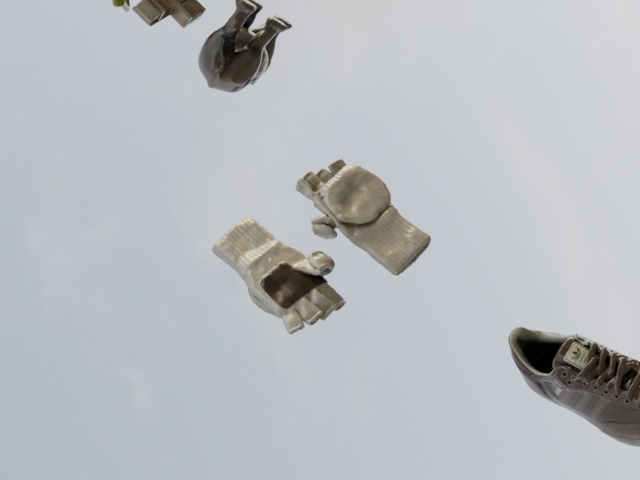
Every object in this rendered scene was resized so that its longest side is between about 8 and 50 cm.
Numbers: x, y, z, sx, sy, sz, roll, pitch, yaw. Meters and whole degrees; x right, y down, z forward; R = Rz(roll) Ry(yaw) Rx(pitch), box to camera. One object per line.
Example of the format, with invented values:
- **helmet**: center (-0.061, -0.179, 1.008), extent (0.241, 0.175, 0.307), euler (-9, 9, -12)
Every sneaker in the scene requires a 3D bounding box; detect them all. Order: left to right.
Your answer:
- **sneaker**: center (0.226, 0.116, 1.140), extent (0.071, 0.188, 0.066), euler (43, -108, -32)

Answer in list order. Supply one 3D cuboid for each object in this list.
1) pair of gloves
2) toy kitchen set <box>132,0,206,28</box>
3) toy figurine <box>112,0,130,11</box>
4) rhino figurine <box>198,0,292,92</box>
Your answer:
- **pair of gloves**: center (0.000, 0.000, 1.836), extent (0.240, 0.204, 0.042), euler (-35, -30, -12)
- **toy kitchen set**: center (-0.167, -0.285, 1.534), extent (0.083, 0.075, 0.068), euler (45, -135, 3)
- **toy figurine**: center (-0.212, -0.416, 1.635), extent (0.362, 0.217, 0.191), euler (26, -129, -72)
- **rhino figurine**: center (-0.088, -0.222, 1.607), extent (0.073, 0.106, 0.243), euler (34, -171, -1)
